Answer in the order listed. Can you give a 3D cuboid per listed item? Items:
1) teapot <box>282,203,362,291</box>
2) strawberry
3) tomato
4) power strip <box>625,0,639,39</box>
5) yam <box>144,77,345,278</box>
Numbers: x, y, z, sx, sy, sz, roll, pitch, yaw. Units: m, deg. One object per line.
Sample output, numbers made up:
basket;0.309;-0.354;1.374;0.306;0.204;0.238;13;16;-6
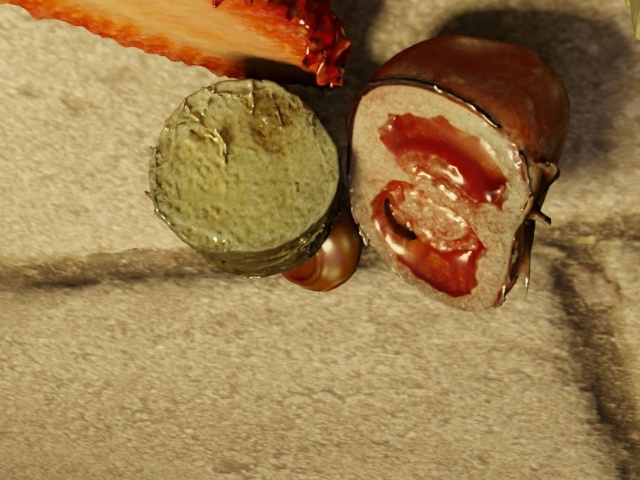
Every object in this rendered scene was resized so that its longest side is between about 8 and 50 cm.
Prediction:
teapot;0.000;0.000;1.121;0.098;0.078;0.129;60;147;2
strawberry;-0.103;-0.207;0.829;0.233;0.137;0.306;9;176;35
tomato;0.126;-0.072;0.901;0.181;0.155;0.214;29;143;17
power strip;0.236;-0.244;0.699;0.048;0.080;0.286;1;143;4
yam;-0.054;-0.041;0.954;0.154;0.154;0.254;8;170;4
